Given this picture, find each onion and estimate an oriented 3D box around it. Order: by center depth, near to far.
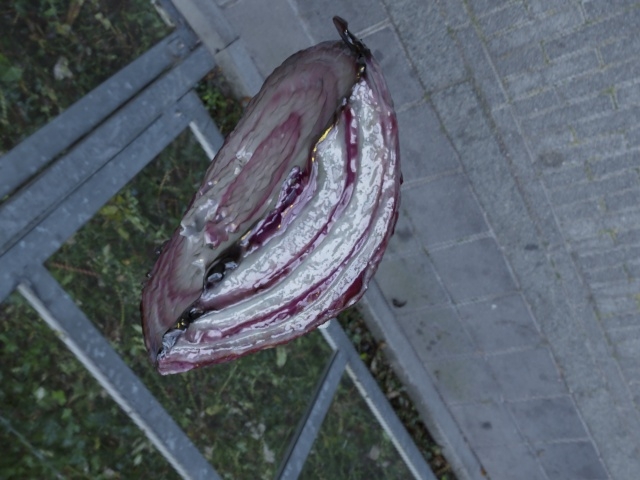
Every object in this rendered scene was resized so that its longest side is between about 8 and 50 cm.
[{"bbox_3d":[-0.036,-0.031,0.600,0.146,0.280,0.314,30,97,-21],"label":"onion"}]

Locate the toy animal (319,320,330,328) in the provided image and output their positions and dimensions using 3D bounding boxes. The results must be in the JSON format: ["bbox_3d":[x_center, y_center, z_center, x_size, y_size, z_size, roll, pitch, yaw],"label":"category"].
[{"bbox_3d":[0.002,-0.001,1.143,0.181,0.180,0.363,-27,112,-7],"label":"toy animal"}]
